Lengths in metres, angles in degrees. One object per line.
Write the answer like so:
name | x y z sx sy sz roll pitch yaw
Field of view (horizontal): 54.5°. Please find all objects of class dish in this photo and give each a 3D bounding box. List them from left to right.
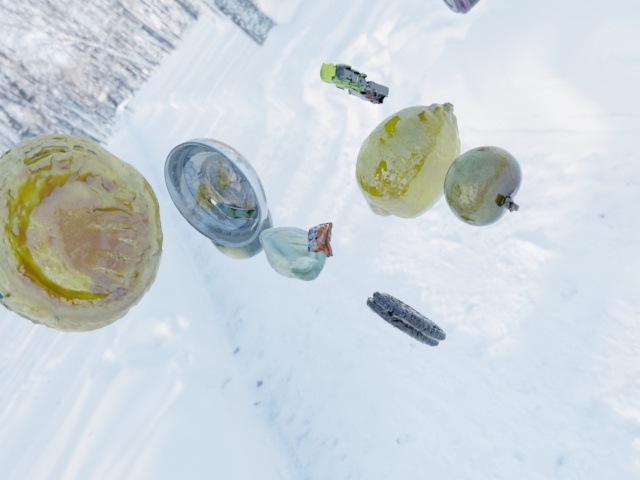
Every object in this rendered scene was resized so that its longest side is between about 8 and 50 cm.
dish | -0.216 -0.132 1.450 0.273 0.273 0.134 -32 11 47

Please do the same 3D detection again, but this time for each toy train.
toy train | 0.092 -0.396 1.580 0.085 0.250 0.053 10 92 32

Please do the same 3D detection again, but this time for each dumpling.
dumpling | -0.077 0.040 1.686 0.219 0.153 0.108 49 127 30

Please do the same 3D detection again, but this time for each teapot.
teapot | 0.356 -0.631 1.500 0.146 0.116 0.148 -38 25 7

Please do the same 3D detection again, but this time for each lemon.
lemon | 0.238 -0.217 1.689 0.285 0.286 0.316 -87 2 -56

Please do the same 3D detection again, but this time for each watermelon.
watermelon | -0.239 -0.036 1.879 0.127 0.204 0.232 -116 19 -59

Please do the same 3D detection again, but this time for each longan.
longan | 0.322 -0.102 1.206 0.145 0.154 0.176 -21 37 -27

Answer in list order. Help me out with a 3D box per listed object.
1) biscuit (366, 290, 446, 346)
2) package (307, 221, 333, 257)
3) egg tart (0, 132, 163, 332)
biscuit | 0.189 0.173 1.377 0.053 0.195 0.194 -59 20 3
package | 0.001 0.000 1.418 0.111 0.033 0.077 -5 70 54
egg tart | -0.492 -0.013 1.208 0.169 0.388 0.387 -12 45 48
